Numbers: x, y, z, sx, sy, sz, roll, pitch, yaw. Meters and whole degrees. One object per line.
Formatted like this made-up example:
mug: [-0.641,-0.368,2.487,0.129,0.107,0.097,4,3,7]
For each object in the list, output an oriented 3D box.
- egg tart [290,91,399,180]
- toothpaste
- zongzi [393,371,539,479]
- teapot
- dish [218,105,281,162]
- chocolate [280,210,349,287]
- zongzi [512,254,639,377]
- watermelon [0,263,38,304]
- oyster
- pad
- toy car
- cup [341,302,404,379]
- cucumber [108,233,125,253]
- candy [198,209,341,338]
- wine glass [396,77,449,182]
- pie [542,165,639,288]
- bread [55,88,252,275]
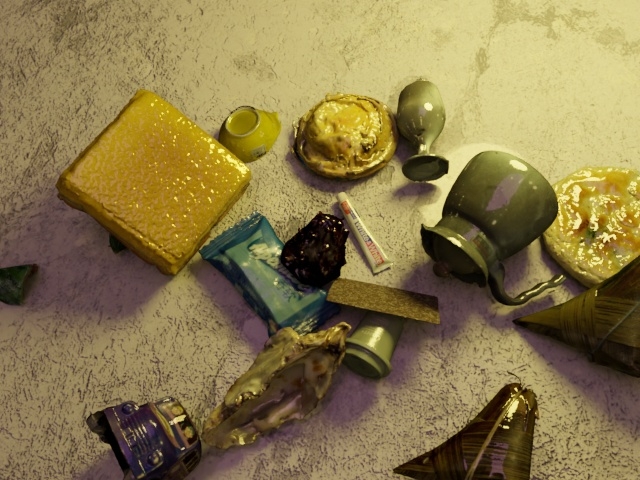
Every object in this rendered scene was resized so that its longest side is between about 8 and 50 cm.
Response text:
egg tart: [0.059,-0.283,1.343,0.291,0.107,0.290,-1,63,2]
toothpaste: [0.098,-0.022,1.257,0.052,0.033,0.218,-27,70,-5]
zongzi: [0.287,0.364,1.020,0.241,0.111,0.247,13,60,16]
teapot: [0.366,-0.001,1.168,0.285,0.305,0.223,-45,26,-10]
dish: [-0.191,-0.291,1.376,0.149,0.080,0.207,39,73,19]
chocolate: [0.000,0.000,1.164,0.156,0.133,0.156,14,40,-12]
zongzi: [0.574,0.110,1.074,0.300,0.138,0.286,18,99,26]
watermelon: [-0.731,0.098,1.235,0.155,0.080,0.101,-1,99,0]
oyster: [-0.081,0.277,1.051,0.341,0.166,0.110,-53,28,-1]
pad: [0.136,0.124,1.131,0.235,0.158,0.003,11,106,8]
toy car: [-0.311,0.374,0.980,0.158,0.235,0.172,-29,66,-24]
cup: [0.110,0.205,1.102,0.120,0.120,0.141,23,59,14]
cucumber: [-0.435,-0.089,1.291,0.077,0.077,0.265,27,68,15]
candy: [-0.121,0.084,1.193,0.187,0.077,0.331,-35,69,-20]
wine glass: [0.253,-0.275,1.319,0.126,0.126,0.241,0,63,3]
pie: [0.655,-0.025,1.202,0.338,0.075,0.337,-1,66,3]
bread: [-0.370,-0.133,1.211,0.333,0.143,0.323,40,69,-9]
